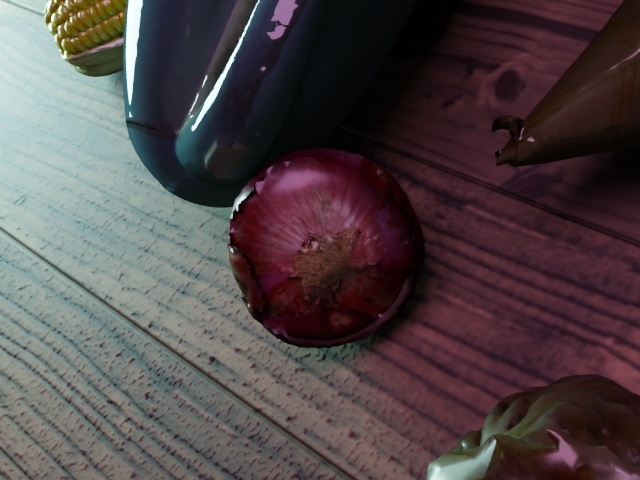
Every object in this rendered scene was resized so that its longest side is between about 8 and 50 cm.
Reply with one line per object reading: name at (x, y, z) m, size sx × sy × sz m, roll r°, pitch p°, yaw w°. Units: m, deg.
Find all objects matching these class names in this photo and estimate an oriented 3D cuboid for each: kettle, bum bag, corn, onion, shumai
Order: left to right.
corn at (-0.147, -0.277, 0.954) m, size 0.305 × 0.122 × 0.123 m, roll -22°, pitch 22°, yaw 8°
kettle at (-0.043, -0.191, 0.720) m, size 0.319 × 0.247 × 0.342 m, roll -171°, pitch 103°, yaw -78°
onion at (0.000, 0.000, 0.684) m, size 0.150 × 0.150 × 0.140 m, roll -33°, pitch 13°, yaw 2°
bum bag at (0.067, -0.243, 0.875) m, size 0.159 × 0.026 × 0.109 m, roll 9°, pitch 62°, yaw 38°
shumai at (0.117, 0.144, 0.471) m, size 0.166 × 0.175 × 0.206 m, roll 26°, pitch 68°, yaw 38°

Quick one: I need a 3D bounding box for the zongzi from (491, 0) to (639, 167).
zongzi at (0.318, -0.258, 0.660) m, size 0.418 × 0.181 × 0.447 m, roll -12°, pitch 51°, yaw 20°
